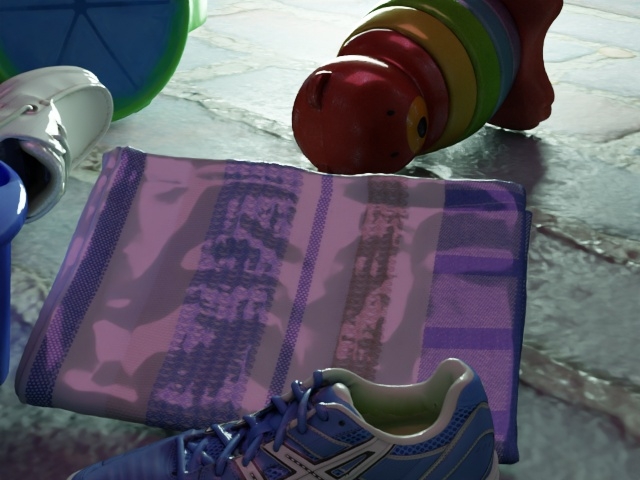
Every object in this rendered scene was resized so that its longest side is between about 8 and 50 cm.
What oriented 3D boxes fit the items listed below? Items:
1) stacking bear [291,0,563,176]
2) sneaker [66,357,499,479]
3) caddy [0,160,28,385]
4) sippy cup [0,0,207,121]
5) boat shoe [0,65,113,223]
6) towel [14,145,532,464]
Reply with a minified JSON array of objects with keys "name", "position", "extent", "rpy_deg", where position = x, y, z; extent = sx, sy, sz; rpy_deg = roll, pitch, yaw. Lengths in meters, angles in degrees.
[{"name":"stacking bear","position":[0.084,-0.144,1.040],"extent":[0.164,0.175,0.289],"rpy_deg":[18,35,29]},{"name":"sneaker","position":[-0.017,0.100,0.536],"extent":[0.211,0.081,0.080],"rpy_deg":[-6,26,-14]},{"name":"caddy","position":[-0.323,0.014,0.597],"extent":[0.342,0.179,0.241],"rpy_deg":[4,22,6]},{"name":"sippy cup","position":[-0.289,-0.242,1.174],"extent":[0.305,0.240,0.224],"rpy_deg":[33,-12,-37]},{"name":"boat shoe","position":[-0.235,-0.054,0.878],"extent":[0.096,0.098,0.277],"rpy_deg":[13,35,24]},{"name":"towel","position":[-0.020,0.028,0.677],"extent":[0.285,0.034,0.209],"rpy_deg":[6,47,8]}]
